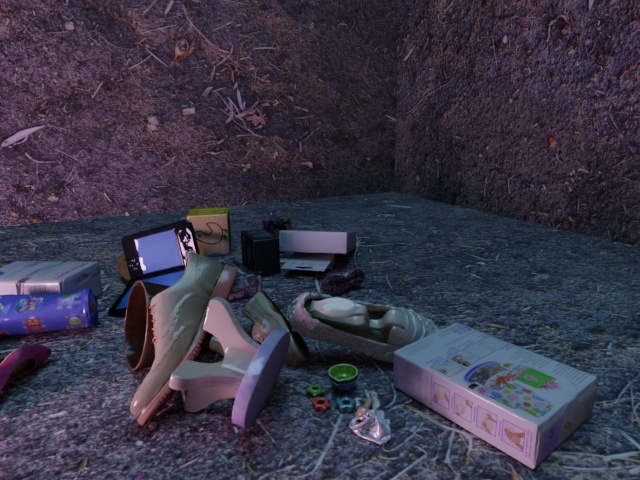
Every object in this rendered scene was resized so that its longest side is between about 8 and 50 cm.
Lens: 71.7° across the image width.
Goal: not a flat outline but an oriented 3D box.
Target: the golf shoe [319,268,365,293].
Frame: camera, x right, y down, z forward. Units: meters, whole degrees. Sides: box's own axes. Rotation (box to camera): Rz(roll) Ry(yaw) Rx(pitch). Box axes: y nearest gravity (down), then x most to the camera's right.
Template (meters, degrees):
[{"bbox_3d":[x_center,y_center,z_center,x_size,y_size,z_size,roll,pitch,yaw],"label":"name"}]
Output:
[{"bbox_3d":[0.071,0.155,1.599,0.186,0.067,0.086,-11,-9,-33],"label":"golf shoe"}]

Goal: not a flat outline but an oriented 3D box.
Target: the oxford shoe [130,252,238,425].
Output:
[{"bbox_3d":[-0.325,0.200,0.983,0.147,0.140,0.396,28,49,-9],"label":"oxford shoe"}]

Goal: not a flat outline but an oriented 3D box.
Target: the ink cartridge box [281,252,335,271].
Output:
[{"bbox_3d":[-0.046,0.102,1.821,0.181,0.056,0.224,2,19,12],"label":"ink cartridge box"}]

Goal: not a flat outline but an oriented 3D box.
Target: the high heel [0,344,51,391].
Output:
[{"bbox_3d":[-0.705,0.319,1.020,0.117,0.082,0.244,32,10,12],"label":"high heel"}]

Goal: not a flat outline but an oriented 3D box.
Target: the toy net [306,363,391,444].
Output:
[{"bbox_3d":[0.058,0.335,0.914,0.122,0.045,0.232,-7,16,-22],"label":"toy net"}]

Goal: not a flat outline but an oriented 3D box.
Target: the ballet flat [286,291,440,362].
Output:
[{"bbox_3d":[0.119,0.208,1.084,0.410,0.146,0.147,10,14,-3],"label":"ballet flat"}]

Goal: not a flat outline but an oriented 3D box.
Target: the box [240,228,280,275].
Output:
[{"bbox_3d":[-0.252,0.045,1.845,0.108,0.153,0.207,-7,17,-25],"label":"box"}]

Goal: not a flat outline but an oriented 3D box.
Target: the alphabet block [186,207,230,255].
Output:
[{"bbox_3d":[-0.527,-0.043,2.116,0.193,0.196,0.193,-4,15,-11],"label":"alphabet block"}]

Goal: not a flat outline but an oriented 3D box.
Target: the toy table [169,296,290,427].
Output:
[{"bbox_3d":[-0.177,0.256,0.911,0.161,0.251,0.274,17,-2,7],"label":"toy table"}]

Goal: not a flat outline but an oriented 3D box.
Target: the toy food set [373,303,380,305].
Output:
[{"bbox_3d":[0.123,0.218,1.370,0.133,0.038,0.192,5,15,21],"label":"toy food set"}]

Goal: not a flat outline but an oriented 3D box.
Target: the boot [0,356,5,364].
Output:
[{"bbox_3d":[-0.921,0.286,1.077,0.281,0.096,0.264,-1,14,-3],"label":"boot"}]

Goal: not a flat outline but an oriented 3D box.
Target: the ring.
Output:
[{"bbox_3d":[-0.643,0.076,1.801,0.337,0.032,0.336,2,38,-1],"label":"ring"}]

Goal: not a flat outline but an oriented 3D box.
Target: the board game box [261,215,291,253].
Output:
[{"bbox_3d":[-0.203,-0.022,2.064,0.141,0.170,0.048,-14,21,-37],"label":"board game box"}]

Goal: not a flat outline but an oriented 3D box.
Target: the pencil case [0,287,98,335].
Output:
[{"bbox_3d":[-0.822,0.210,1.308,0.307,0.119,0.133,-3,33,-13],"label":"pencil case"}]

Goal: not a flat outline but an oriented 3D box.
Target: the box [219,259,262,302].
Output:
[{"bbox_3d":[-0.398,0.156,1.574,0.308,0.076,0.243,-11,18,-33],"label":"box"}]

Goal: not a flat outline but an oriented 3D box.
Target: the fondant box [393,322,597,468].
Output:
[{"bbox_3d":[0.353,0.299,0.936,0.239,0.096,0.330,-12,17,-36],"label":"fondant box"}]

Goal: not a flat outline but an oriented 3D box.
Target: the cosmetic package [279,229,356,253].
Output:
[{"bbox_3d":[0.000,0.000,1.977,0.285,0.097,0.377,4,3,10],"label":"cosmetic package"}]

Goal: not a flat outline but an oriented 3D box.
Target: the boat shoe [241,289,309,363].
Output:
[{"bbox_3d":[-0.130,0.245,1.198,0.098,0.109,0.302,-41,37,-7],"label":"boat shoe"}]

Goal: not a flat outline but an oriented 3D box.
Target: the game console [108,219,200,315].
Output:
[{"bbox_3d":[-0.556,0.085,1.446,0.294,0.249,0.173,-13,2,18],"label":"game console"}]

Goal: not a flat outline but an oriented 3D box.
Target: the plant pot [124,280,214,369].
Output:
[{"bbox_3d":[-0.360,0.217,1.148,0.231,0.215,0.215,8,7,-35],"label":"plant pot"}]

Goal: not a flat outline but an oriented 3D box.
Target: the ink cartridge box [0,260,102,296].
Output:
[{"bbox_3d":[-0.945,0.159,1.497,0.308,0.128,0.223,0,14,4],"label":"ink cartridge box"}]
